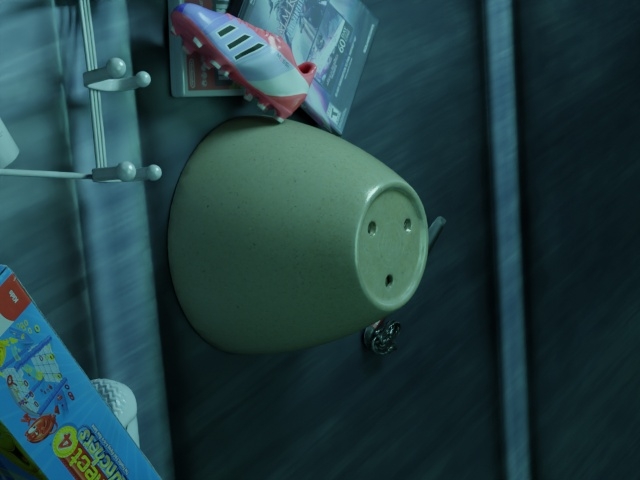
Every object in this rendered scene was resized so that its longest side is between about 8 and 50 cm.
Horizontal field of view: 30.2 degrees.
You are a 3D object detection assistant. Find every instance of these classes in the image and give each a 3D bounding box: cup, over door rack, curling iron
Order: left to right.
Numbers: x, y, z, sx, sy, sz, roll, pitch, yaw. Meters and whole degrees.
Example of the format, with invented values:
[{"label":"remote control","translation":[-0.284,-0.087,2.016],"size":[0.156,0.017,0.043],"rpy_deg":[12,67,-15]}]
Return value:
[{"label":"over door rack","translation":[-0.273,-0.174,1.223],"size":[0.324,0.108,0.239],"rpy_deg":[-6,90,-64]},{"label":"cup","translation":[0.000,0.000,1.560],"size":[0.331,0.237,0.331],"rpy_deg":[-9,101,-53]},{"label":"curling iron","translation":[0.138,0.070,1.916],"size":[0.274,0.035,0.068],"rpy_deg":[-63,141,-26]}]

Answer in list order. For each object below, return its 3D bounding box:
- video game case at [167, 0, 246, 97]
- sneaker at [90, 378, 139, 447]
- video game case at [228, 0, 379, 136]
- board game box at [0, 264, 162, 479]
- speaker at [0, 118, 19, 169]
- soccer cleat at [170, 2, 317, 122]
[{"label":"video game case","translation":[-0.095,-0.295,1.578],"size":[0.285,0.025,0.204],"rpy_deg":[-11,102,-52]},{"label":"sneaker","translation":[-0.234,0.339,1.375],"size":[0.210,0.137,0.365],"rpy_deg":[10,91,-54]},{"label":"video game case","translation":[-0.020,-0.294,1.637],"size":[0.274,0.026,0.196],"rpy_deg":[39,63,-49]},{"label":"board game box","translation":[-0.327,0.144,1.082],"size":[0.086,0.308,0.302],"rpy_deg":[-54,132,-33]},{"label":"speaker","translation":[-0.363,-0.133,1.213],"size":[0.055,0.055,0.136],"rpy_deg":[-53,132,-36]},{"label":"soccer cleat","translation":[-0.094,-0.239,1.481],"size":[0.095,0.083,0.248],"rpy_deg":[-56,139,-3]}]
